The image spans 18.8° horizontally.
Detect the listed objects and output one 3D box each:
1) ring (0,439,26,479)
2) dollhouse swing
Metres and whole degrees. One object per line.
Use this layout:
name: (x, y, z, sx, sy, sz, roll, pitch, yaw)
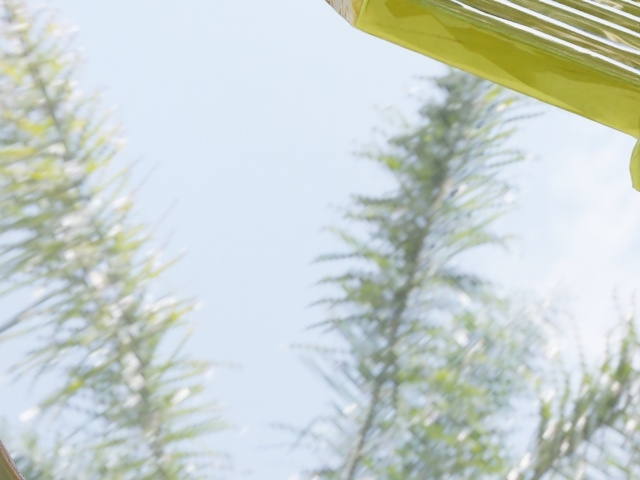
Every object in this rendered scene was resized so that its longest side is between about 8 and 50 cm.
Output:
ring: (0.000, 0.000, 0.435, 0.337, 0.032, 0.336, 8, -73, 29)
dollhouse swing: (0.229, -0.187, 1.020, 0.305, 0.347, 0.315, 38, -65, 9)
